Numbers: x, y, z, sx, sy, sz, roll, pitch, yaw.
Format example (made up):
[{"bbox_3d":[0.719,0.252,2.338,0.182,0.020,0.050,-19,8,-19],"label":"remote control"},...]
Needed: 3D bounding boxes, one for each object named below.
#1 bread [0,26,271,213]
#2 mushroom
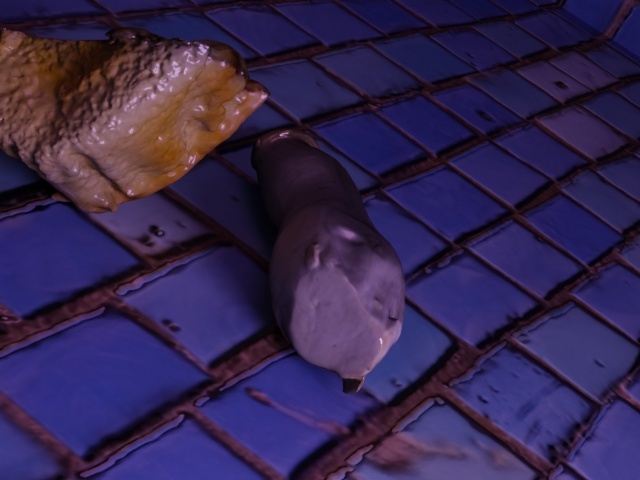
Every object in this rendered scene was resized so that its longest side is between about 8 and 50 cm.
[{"bbox_3d":[-0.176,-0.091,1.120,0.251,0.133,0.174,6,-12,16],"label":"bread"},{"bbox_3d":[0.002,0.000,1.199,0.109,0.097,0.351,24,20,-19],"label":"mushroom"}]
